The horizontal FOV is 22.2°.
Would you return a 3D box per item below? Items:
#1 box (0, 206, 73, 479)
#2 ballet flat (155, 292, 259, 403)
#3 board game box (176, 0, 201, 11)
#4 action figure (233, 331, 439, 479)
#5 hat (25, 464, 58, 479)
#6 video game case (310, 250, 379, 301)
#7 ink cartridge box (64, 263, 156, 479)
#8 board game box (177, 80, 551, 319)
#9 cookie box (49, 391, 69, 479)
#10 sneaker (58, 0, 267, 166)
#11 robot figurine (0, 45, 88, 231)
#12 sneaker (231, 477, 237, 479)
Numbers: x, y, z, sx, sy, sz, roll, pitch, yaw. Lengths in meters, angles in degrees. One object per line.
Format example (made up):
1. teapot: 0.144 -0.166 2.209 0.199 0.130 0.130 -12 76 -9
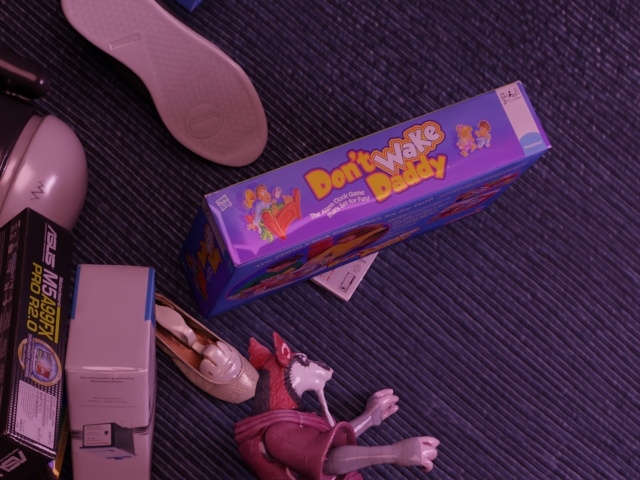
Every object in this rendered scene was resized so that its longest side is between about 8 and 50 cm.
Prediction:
1. box: -0.329 0.129 1.536 0.060 0.216 0.270 33 36 -33
2. ballet flat: -0.132 0.113 1.712 0.168 0.052 0.057 35 70 -1
3. board game box: -0.147 -0.362 1.805 0.160 0.047 0.210 38 47 1
4. action figure: -0.007 0.271 1.623 0.276 0.248 0.370 -25 81 -3
5. hat: -0.306 0.344 1.553 0.134 0.331 0.331 26 64 -47
6. video game case: 0.000 0.000 1.793 0.122 0.011 0.087 33 71 -1
7. ink cartridge box: -0.203 0.137 1.593 0.082 0.190 0.139 1 45 -2
8. board game box: 0.038 -0.038 1.682 0.347 0.233 0.078 -21 80 -17
9. cookie box: -0.310 0.193 1.659 0.107 0.040 0.091 12 72 -9
10. sneaker: -0.171 -0.205 1.769 0.104 0.147 0.296 -43 119 6
11. robot figurine: -0.374 -0.080 1.658 0.278 0.209 0.173 22 41 -4
12. sneaker: -0.158 0.287 1.642 0.228 0.087 0.130 21 70 -9
